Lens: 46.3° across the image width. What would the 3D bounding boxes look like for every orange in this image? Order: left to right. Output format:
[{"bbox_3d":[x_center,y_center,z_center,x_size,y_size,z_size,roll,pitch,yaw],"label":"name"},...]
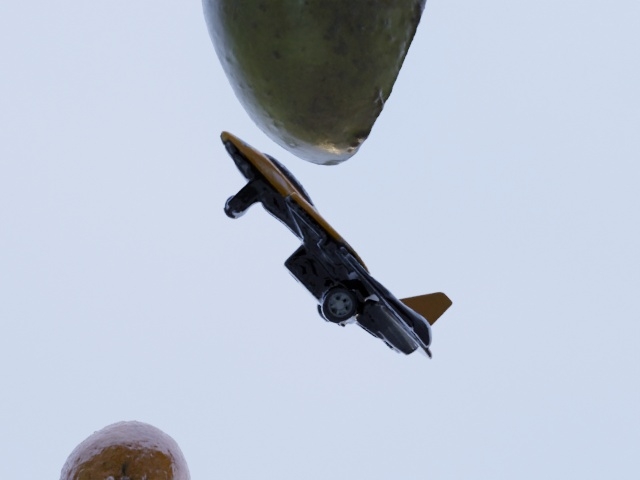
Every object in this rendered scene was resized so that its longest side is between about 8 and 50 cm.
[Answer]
[{"bbox_3d":[-0.198,0.252,0.766,0.135,0.117,0.136,12,-118,-23],"label":"orange"}]

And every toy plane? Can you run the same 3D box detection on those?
[{"bbox_3d":[-0.008,0.009,0.807,0.316,0.204,0.103,40,-98,0],"label":"toy plane"}]

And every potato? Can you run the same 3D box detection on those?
[{"bbox_3d":[-0.001,-0.202,0.539,0.176,0.141,0.298,-4,-70,-14],"label":"potato"}]
